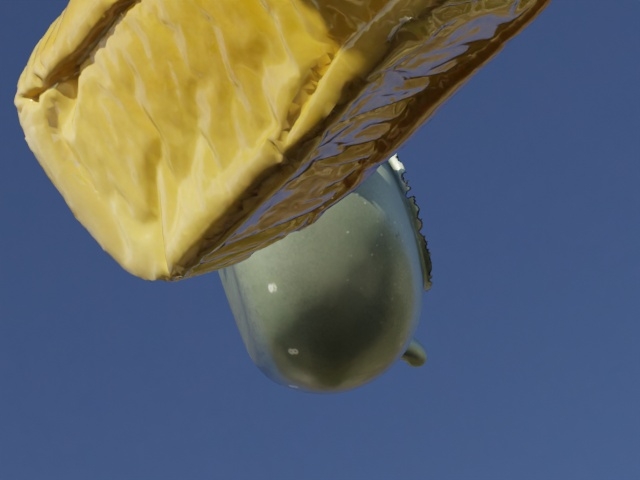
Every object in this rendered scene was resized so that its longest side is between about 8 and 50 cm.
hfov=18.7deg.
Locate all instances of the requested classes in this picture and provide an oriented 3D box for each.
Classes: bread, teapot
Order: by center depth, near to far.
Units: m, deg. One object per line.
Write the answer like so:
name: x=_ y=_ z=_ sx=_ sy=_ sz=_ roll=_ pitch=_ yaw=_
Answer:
bread: x=-0.011 y=-0.105 z=0.801 sx=0.119 sy=0.152 sz=0.288 roll=-27 pitch=-13 yaw=-49
teapot: x=0.000 y=0.000 z=1.239 sx=0.129 sy=0.193 sz=0.294 roll=-17 pitch=-43 yaw=-9
